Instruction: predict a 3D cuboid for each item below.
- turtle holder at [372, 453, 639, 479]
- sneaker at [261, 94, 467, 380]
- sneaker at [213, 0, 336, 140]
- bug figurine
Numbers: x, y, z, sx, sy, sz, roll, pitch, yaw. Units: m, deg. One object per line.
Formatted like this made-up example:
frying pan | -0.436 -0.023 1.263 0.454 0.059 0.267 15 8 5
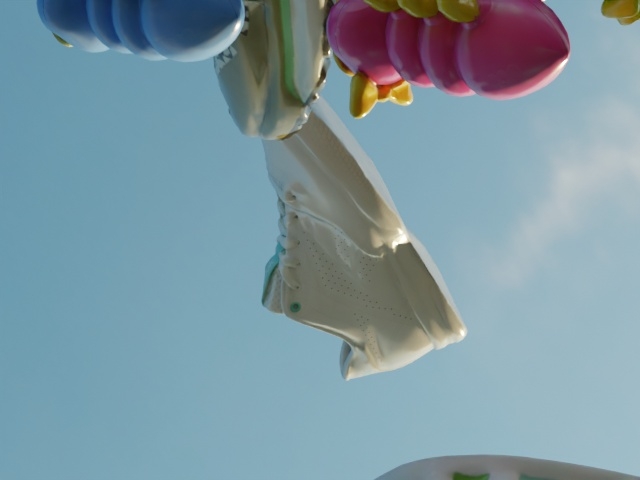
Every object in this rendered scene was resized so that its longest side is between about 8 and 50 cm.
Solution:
turtle holder | 0.039 0.202 0.720 0.320 0.227 0.243 3 -23 4
sneaker | 0.000 0.000 1.107 0.094 0.080 0.212 -29 -58 6
sneaker | -0.085 -0.208 0.828 0.182 0.158 0.410 0 -43 11
bug figurine | 0.042 -0.095 0.694 0.279 0.216 0.072 -17 -69 -38
